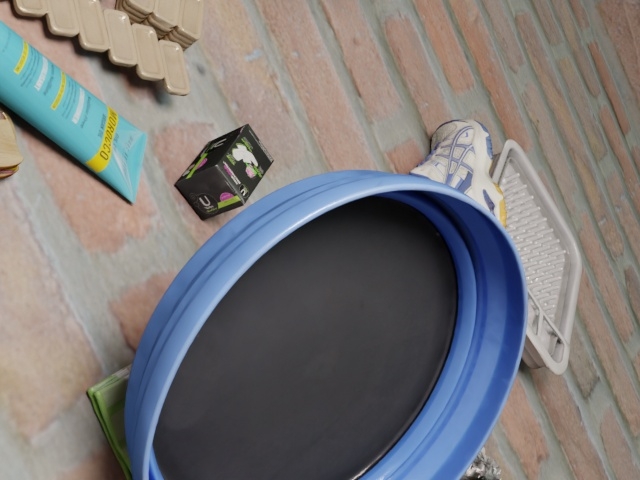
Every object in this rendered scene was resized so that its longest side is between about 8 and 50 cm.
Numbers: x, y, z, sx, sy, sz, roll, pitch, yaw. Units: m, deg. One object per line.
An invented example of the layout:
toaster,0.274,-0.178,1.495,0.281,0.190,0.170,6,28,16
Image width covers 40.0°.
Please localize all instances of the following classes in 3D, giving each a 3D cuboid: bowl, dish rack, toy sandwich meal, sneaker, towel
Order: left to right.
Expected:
toy sandwich meal,-0.275,-0.090,0.709,0.085,0.029,0.086,28,52,-43
towel,-0.129,0.151,0.790,0.152,0.023,0.113,-30,97,-54
bowl,0.014,0.123,0.762,0.391,0.077,0.391,-17,122,-29
sneaker,0.171,-0.091,1.235,0.130,0.112,0.296,7,34,-6
dish rack,0.315,0.026,1.402,0.286,0.072,0.333,53,38,-20

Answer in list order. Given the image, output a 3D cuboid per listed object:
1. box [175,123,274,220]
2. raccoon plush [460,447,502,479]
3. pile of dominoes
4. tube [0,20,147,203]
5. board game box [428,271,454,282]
box,-0.098,-0.071,0.907,0.052,0.062,0.083,55,37,-22
raccoon plush,0.058,0.363,0.862,0.299,0.216,0.446,27,26,-29
pile of dominoes,-0.230,-0.261,0.870,0.251,0.040,0.196,24,55,-36
tube,-0.227,-0.115,0.774,0.207,0.052,0.080,41,49,-48
board game box,0.008,0.025,0.892,0.194,0.194,0.060,-9,91,-33
